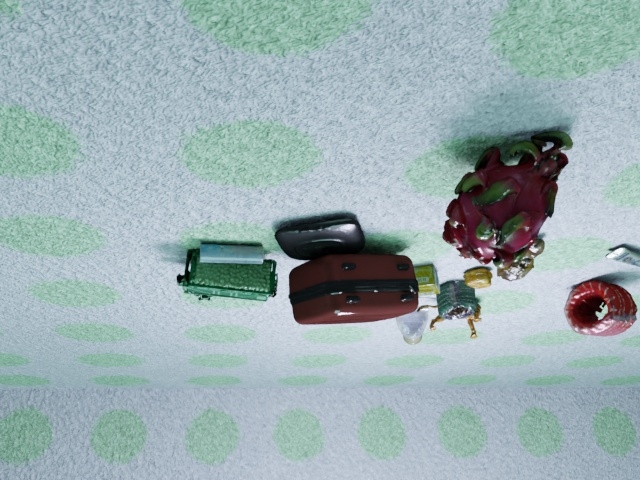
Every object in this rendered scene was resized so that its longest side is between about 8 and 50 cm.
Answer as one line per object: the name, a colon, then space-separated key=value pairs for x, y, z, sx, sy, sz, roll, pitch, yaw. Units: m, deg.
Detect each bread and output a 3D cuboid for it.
bread: x=0.453 y=0.108 z=1.945 sx=0.081 sy=0.046 sz=0.083 roll=6 pitch=159 yaw=-5

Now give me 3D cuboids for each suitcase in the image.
suitcase: x=0.084 y=0.127 z=1.749 sx=0.297 sy=0.161 sz=0.236 roll=1 pitch=166 yaw=-34

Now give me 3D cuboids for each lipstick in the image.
lipstick: x=-0.222 y=0.034 z=1.699 sx=0.157 sy=0.048 sz=0.048 roll=2 pitch=157 yaw=-11

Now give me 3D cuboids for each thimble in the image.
thimble: x=0.415 y=0.184 z=2.067 sx=0.118 sy=0.090 sz=0.135 roll=-1 pitch=155 yaw=-10
thimble: x=0.850 y=0.209 z=2.071 sx=0.125 sy=0.163 sz=0.189 roll=10 pitch=161 yaw=-29

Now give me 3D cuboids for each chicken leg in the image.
chicken leg: x=0.536 y=0.046 z=1.791 sx=0.084 sy=0.069 sz=0.198 roll=24 pitch=148 yaw=0

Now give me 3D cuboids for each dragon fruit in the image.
dragon fruit: x=0.355 y=-0.080 z=1.303 sx=0.218 sy=0.273 sz=0.198 roll=40 pitch=172 yaw=-28

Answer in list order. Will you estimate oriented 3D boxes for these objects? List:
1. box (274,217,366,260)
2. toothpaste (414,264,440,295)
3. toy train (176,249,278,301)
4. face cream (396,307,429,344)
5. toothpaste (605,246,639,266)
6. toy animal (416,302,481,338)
box: x=0.000 y=0.000 z=1.645 sx=0.212 sy=0.042 sz=0.201 roll=-7 pitch=159 yaw=11
toothpaste: x=0.180 y=0.130 z=1.947 sx=0.312 sy=0.071 sz=0.089 roll=-8 pitch=153 yaw=16
toy train: x=-0.242 y=0.098 z=1.779 sx=0.269 sy=0.115 sz=0.154 roll=7 pitch=157 yaw=-7
face cream: x=0.321 y=0.285 z=2.362 sx=0.114 sy=0.070 sz=0.224 roll=-5 pitch=145 yaw=6
toothpaste: x=0.884 y=0.055 z=1.863 sx=0.239 sy=0.039 sz=0.062 roll=12 pitch=149 yaw=-27
toy animal: x=0.429 y=0.227 z=2.193 sx=0.255 sy=0.116 sz=0.114 roll=14 pitch=130 yaw=-23
